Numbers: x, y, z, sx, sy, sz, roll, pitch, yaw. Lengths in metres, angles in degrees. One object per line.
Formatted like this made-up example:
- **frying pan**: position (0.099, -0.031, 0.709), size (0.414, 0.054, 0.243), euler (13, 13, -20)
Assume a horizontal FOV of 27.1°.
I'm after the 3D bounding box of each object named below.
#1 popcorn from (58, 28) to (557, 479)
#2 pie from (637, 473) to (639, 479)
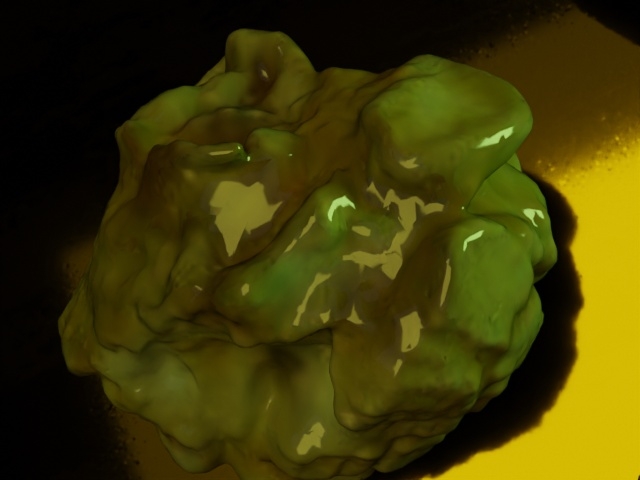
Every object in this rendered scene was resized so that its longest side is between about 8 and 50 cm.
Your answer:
- **popcorn**: position (-0.001, 0.010, 0.953), size (0.334, 0.294, 0.292), euler (19, 40, 16)
- **pie**: position (0.333, 0.226, 0.828), size (0.337, 0.075, 0.338), euler (-21, 48, 26)
